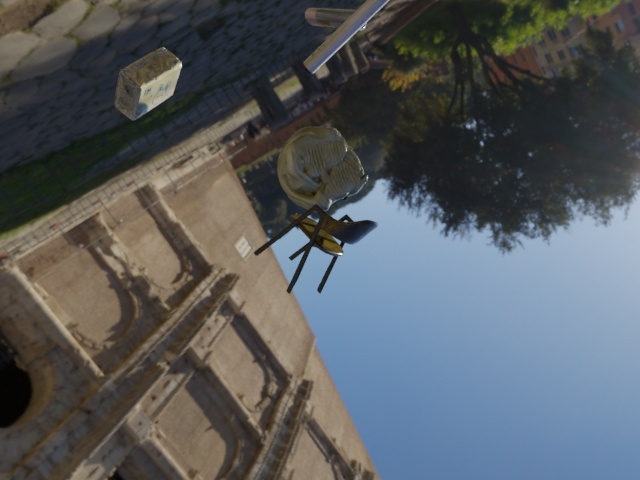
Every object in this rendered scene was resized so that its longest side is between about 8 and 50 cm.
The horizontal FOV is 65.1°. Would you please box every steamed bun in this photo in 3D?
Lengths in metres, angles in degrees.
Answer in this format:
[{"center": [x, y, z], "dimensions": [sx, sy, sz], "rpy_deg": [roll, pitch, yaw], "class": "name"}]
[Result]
[{"center": [-0.019, -0.273, 2.029], "dimensions": [0.237, 0.393, 0.347], "rpy_deg": [-2, -109, 56], "class": "steamed bun"}]

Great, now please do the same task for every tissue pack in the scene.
[{"center": [-0.515, -0.468, 1.499], "dimensions": [0.196, 0.092, 0.148], "rpy_deg": [-53, -178, -42], "class": "tissue pack"}]

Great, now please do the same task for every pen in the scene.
[{"center": [0.068, -0.410, 0.934], "dimensions": [0.269, 0.033, 0.033], "rpy_deg": [-37, -170, 27], "class": "pen"}]

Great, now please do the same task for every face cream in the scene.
[{"center": [0.047, -0.698, 1.578], "dimensions": [0.198, 0.057, 0.084], "rpy_deg": [21, -167, 35], "class": "face cream"}]

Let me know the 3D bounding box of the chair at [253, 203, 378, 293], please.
[{"center": [0.000, 0.000, 1.210], "dimensions": [0.247, 0.172, 0.158], "rpy_deg": [-52, 153, 14], "class": "chair"}]
